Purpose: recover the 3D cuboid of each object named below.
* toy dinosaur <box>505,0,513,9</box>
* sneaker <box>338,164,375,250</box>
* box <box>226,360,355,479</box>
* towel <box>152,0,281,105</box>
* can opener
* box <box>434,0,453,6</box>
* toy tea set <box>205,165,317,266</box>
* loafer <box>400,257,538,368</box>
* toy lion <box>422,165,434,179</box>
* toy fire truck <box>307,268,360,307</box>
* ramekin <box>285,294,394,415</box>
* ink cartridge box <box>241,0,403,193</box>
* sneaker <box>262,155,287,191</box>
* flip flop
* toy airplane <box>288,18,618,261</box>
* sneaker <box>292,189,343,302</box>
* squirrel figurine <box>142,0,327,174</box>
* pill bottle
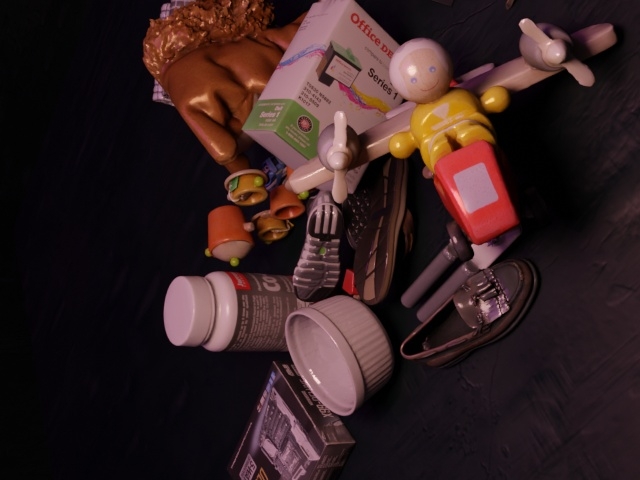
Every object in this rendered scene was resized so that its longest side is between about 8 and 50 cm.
[{"bbox_3d":[0.356,-0.429,1.189,0.268,0.064,0.118,-2,90,59],"label":"toy dinosaur"},{"bbox_3d":[0.071,-0.084,1.564,0.097,0.084,0.234,104,159,-71],"label":"sneaker"},{"bbox_3d":[-0.068,0.440,1.668,0.242,0.076,0.307,51,126,45],"label":"box"},{"bbox_3d":[-0.221,-0.398,1.830,0.121,0.284,0.235,-11,74,56],"label":"towel"},{"bbox_3d":[0.229,0.031,1.304,0.074,0.093,0.280,44,131,10],"label":"can opener"},{"bbox_3d":[0.178,-0.510,1.429,0.158,0.093,0.156,41,119,49],"label":"box"},{"bbox_3d":[-0.108,-0.047,1.640,0.336,0.200,0.124,127,135,-56],"label":"toy tea set"},{"bbox_3d":[0.226,0.122,1.275,0.267,0.084,0.096,-51,46,39],"label":"loafer"},{"bbox_3d":[0.216,-0.159,1.382,0.096,0.034,0.100,-14,74,46],"label":"toy lion"},{"bbox_3d":[0.031,0.141,1.592,0.135,0.047,0.192,20,102,54],"label":"toy fire truck"},{"bbox_3d":[0.039,0.197,1.463,0.207,0.109,0.207,40,144,37],"label":"ramekin"},{"bbox_3d":[0.024,-0.253,1.440,0.117,0.201,0.278,11,69,54],"label":"ink cartridge box"},{"bbox_3d":[-0.092,-0.165,1.804,0.144,0.059,0.053,-61,38,29],"label":"sneaker"},{"bbox_3d":[0.128,-0.018,1.457,0.112,0.080,0.277,-20,54,58],"label":"flip flop"},{"bbox_3d":[0.178,-0.190,1.171,0.384,0.272,0.386,16,63,42],"label":"toy airplane"},{"bbox_3d":[0.000,0.000,1.559,0.132,0.086,0.228,-93,14,-54],"label":"sneaker"},{"bbox_3d":[-0.128,-0.365,1.618,0.370,0.281,0.397,-38,79,0],"label":"squirrel figurine"},{"bbox_3d":[-0.159,0.145,1.659,0.161,0.283,0.161,-11,76,54],"label":"pill bottle"}]
